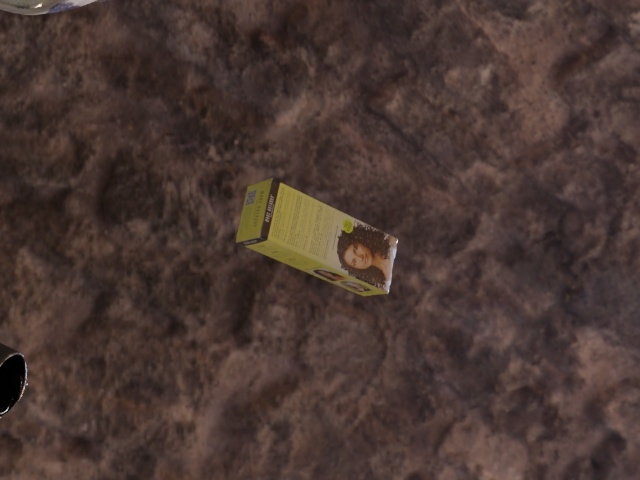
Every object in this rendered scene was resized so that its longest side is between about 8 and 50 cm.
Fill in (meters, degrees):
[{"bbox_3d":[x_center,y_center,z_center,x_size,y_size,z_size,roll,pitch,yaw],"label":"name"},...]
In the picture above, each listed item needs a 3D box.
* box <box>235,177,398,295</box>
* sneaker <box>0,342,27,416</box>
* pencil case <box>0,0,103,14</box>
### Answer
[{"bbox_3d":[0.000,0.000,1.328,0.232,0.087,0.058,23,-21,-34],"label":"box"},{"bbox_3d":[-0.398,0.200,1.053,0.083,0.118,0.222,10,-80,-57],"label":"sneaker"},{"bbox_3d":[-0.115,-0.265,0.689,0.159,0.410,0.184,-26,-83,26],"label":"pencil case"}]
